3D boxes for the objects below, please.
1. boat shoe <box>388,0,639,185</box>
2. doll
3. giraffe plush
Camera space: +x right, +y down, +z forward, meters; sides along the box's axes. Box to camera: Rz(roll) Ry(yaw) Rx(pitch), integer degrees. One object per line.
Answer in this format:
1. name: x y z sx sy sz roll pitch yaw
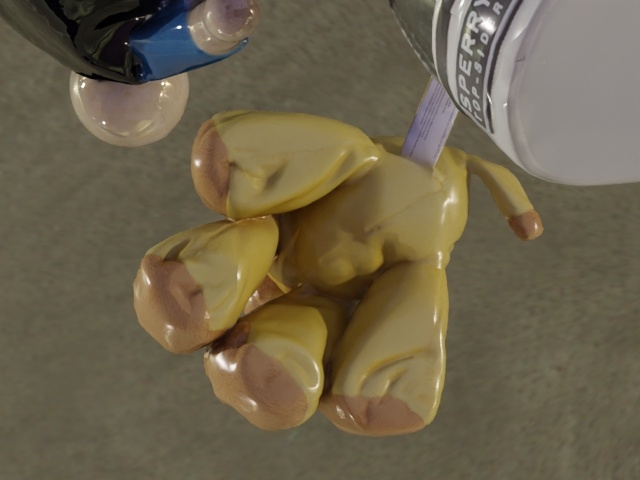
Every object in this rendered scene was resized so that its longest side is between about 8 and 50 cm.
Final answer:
1. boat shoe: 0.106 -0.057 0.379 0.070 0.219 0.078 50 128 42
2. doll: -0.070 -0.085 0.486 0.129 0.189 0.046 22 63 21
3. giraffe plush: 0.000 0.000 0.953 0.181 0.170 0.210 41 79 -7
